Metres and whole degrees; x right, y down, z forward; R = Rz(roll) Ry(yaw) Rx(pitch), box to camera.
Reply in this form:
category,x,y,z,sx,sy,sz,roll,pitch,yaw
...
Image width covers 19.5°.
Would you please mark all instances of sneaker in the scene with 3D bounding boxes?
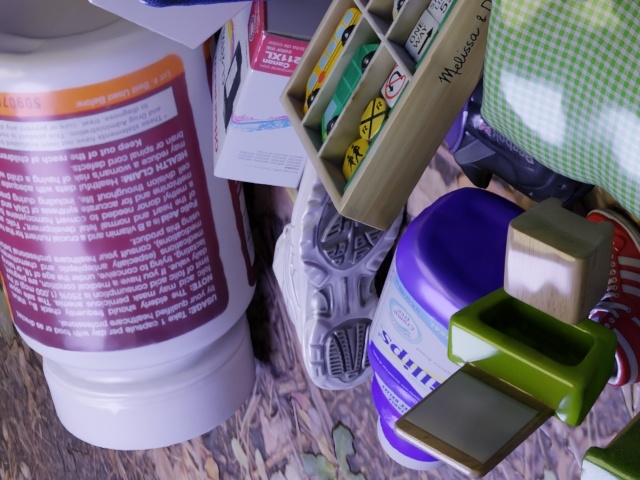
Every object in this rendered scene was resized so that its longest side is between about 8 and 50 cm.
category,x,y,z,sx,sy,sz,roll,pitch,yaw
sneaker,0.000,0.000,1.458,0.115,0.090,0.232,-130,37,-48
sneaker,0.158,-0.081,1.116,0.283,0.107,0.124,13,128,66
sneaker,0.176,0.035,1.142,0.118,0.067,0.042,65,151,23

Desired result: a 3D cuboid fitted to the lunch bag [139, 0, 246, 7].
category,x,y,z,sx,sy,sz,roll,pitch,yaw
lunch bag,-0.060,-0.368,1.034,0.385,0.239,0.328,59,140,37

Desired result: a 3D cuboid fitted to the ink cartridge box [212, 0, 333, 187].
category,x,y,z,sx,sy,sz,roll,pitch,yaw
ink cartridge box,-0.031,-0.142,1.419,0.175,0.072,0.127,114,158,-51

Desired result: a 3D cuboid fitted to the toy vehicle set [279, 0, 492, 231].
category,x,y,z,sx,sy,sz,roll,pitch,yaw
toy vehicle set,0.069,-0.156,1.119,0.267,0.035,0.166,-60,26,18

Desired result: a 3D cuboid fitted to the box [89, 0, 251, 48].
category,x,y,z,sx,sy,sz,roll,pitch,yaw
box,-0.069,-0.270,1.290,0.232,0.127,0.148,-38,63,20

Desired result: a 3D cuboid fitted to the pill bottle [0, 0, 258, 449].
category,x,y,z,sx,sy,sz,roll,pitch,yaw
pill bottle,-0.177,-0.029,1.613,0.224,0.224,0.392,39,145,51

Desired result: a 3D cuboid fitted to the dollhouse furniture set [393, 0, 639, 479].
category,x,y,z,sx,sy,sz,roll,pitch,yaw
dollhouse furniture set,0.133,0.003,0.952,0.197,0.151,0.301,28,136,30

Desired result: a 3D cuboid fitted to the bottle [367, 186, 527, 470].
category,x,y,z,sx,sy,sz,roll,pitch,yaw
bottle,0.091,0.075,1.276,0.118,0.092,0.283,39,153,13
